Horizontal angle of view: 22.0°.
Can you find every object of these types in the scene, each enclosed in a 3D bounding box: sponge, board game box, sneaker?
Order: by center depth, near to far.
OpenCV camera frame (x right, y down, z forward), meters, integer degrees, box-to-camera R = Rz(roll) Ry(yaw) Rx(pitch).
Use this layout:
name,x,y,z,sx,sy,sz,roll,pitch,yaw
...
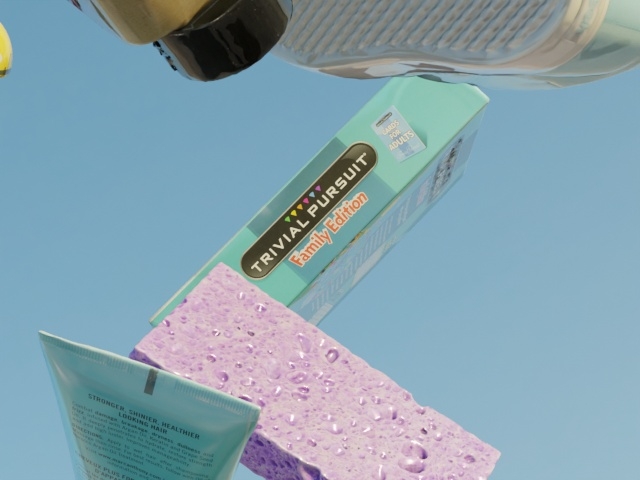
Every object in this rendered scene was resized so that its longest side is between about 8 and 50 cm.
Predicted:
name,x,y,z,sx,sy,sz,roll,pitch,yaw
sponge,-0.004,0.102,0.955,0.031,0.210,0.117,-60,-8,32
sneaker,0.086,-0.158,1.116,0.150,0.366,0.135,12,-83,-39
board game box,0.000,0.000,1.485,0.336,0.079,0.254,-46,-8,-9

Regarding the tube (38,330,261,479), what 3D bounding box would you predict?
name,x,y,z,sx,sy,sz,roll,pitch,yaw
tube,-0.066,0.095,0.641,0.080,0.052,0.207,14,-29,3

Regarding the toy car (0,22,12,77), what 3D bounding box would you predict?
name,x,y,z,sx,sy,sz,roll,pitch,yaw
toy car,-0.324,-0.188,1.063,0.239,0.225,0.053,17,-76,-34

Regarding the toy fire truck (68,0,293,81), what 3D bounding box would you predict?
name,x,y,z,sx,sy,sz,roll,pitch,yaw
toy fire truck,-0.055,-0.195,0.696,0.217,0.246,0.158,-45,-44,-8
